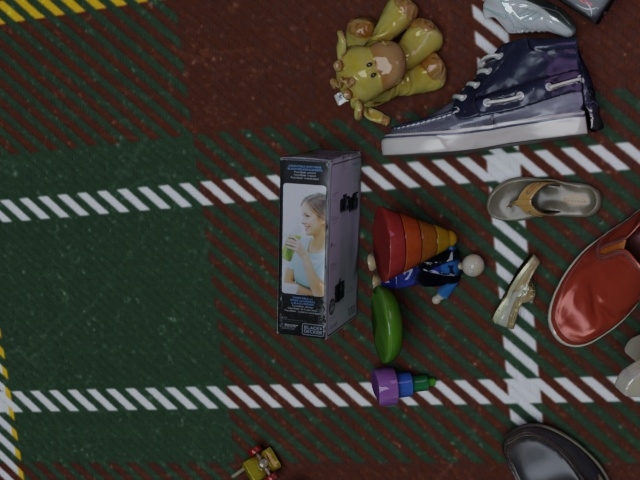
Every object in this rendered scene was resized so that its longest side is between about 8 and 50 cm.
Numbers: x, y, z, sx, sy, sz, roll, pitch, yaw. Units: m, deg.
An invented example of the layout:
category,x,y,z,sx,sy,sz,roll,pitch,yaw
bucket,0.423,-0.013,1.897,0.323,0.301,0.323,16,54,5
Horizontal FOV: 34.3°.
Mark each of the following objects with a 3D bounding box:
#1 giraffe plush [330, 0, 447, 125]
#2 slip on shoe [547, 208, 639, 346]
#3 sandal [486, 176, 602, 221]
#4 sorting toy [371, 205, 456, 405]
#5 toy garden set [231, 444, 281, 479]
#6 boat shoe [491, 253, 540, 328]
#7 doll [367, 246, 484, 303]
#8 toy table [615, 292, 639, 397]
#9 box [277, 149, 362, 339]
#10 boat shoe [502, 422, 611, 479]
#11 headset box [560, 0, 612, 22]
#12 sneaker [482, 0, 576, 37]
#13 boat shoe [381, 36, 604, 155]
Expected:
category,x,y,z,sx,sy,sz,roll,pitch,yaw
giraffe plush,0.083,-0.274,1.622,0.210,0.170,0.181,-42,86,19
slip on shoe,0.473,0.039,1.591,0.123,0.101,0.331,44,110,4
sandal,0.351,-0.063,1.638,0.180,0.049,0.072,2,100,17
sorting toy,0.153,0.110,1.684,0.126,0.127,0.365,-5,118,-9
toy garden set,-0.123,0.504,1.876,0.244,0.049,0.203,-39,77,21
boat shoe,0.324,0.084,1.675,0.045,0.050,0.135,29,117,8
doll,0.178,0.048,1.714,0.189,0.046,0.129,-6,108,20
toy table,0.558,0.162,1.523,0.274,0.252,0.160,13,111,-18
box,0.000,0.000,1.700,0.087,0.169,0.289,6,102,19
boat shoe,0.423,0.448,1.660,0.132,0.130,0.355,-42,86,19
headset box,0.401,-0.498,1.515,0.218,0.110,0.293,35,108,9
sneaker,0.322,-0.345,1.604,0.152,0.054,0.061,29,122,14
boat shoe,0.257,-0.221,1.614,0.341,0.127,0.158,-7,91,11
